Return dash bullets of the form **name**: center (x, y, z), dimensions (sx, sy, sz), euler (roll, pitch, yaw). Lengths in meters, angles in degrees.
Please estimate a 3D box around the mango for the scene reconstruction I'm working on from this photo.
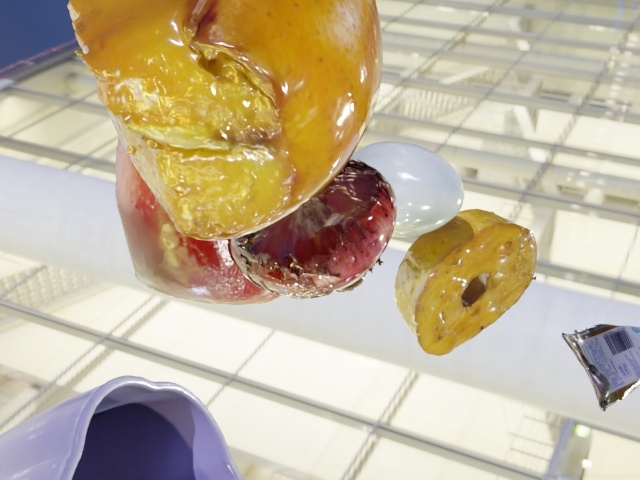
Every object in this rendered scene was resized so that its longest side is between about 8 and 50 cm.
- **mango**: center (-0.067, -0.141, 0.607), dimensions (0.201, 0.199, 0.350), euler (-51, 24, 27)

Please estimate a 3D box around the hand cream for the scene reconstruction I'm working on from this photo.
- **hand cream**: center (0.227, 0.091, 0.684), dimensions (0.163, 0.039, 0.062), euler (-3, -113, -51)

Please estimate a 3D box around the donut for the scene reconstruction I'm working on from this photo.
- **donut**: center (0.247, 0.065, 1.556), dimensions (0.277, 0.108, 0.277), euler (-20, -49, -25)

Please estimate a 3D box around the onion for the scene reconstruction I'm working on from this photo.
- **onion**: center (0.000, 0.000, 0.924), dimensions (0.184, 0.184, 0.147), euler (-55, -52, -41)

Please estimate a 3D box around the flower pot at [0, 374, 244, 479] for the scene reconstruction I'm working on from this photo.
- **flower pot**: center (-0.217, 0.272, 0.762), dimensions (0.265, 0.243, 0.265), euler (46, -148, -40)

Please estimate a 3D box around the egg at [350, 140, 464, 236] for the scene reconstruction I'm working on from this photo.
- **egg**: center (0.127, -0.080, 1.399), dimensions (0.151, 0.209, 0.151), euler (-30, -54, -52)

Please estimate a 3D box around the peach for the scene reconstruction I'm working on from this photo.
- **peach**: center (-0.131, -0.087, 1.150), dimensions (0.281, 0.281, 0.338), euler (-2, -87, -67)
